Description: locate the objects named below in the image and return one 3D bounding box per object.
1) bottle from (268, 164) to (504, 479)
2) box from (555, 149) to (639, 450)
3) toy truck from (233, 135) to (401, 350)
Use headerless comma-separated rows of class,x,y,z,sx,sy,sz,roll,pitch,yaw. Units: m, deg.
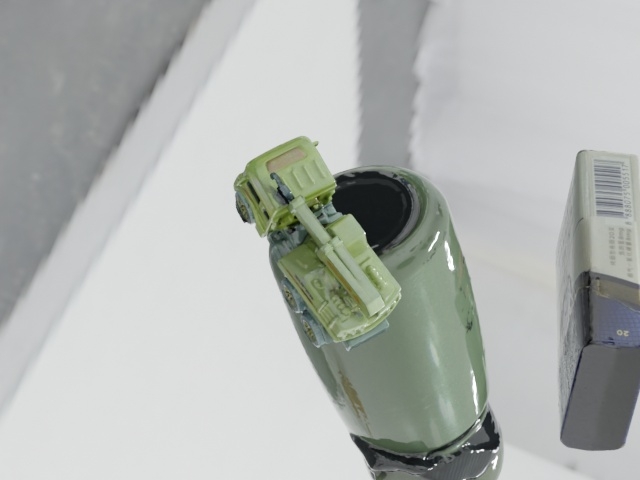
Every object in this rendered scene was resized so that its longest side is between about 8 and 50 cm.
bottle,0.075,0.109,1.741,0.168,0.168,0.347,-57,140,-39
box,0.275,0.058,1.871,0.168,0.071,0.259,95,2,-47
toy truck,0.000,0.000,1.487,0.077,0.169,0.100,-26,170,-14
